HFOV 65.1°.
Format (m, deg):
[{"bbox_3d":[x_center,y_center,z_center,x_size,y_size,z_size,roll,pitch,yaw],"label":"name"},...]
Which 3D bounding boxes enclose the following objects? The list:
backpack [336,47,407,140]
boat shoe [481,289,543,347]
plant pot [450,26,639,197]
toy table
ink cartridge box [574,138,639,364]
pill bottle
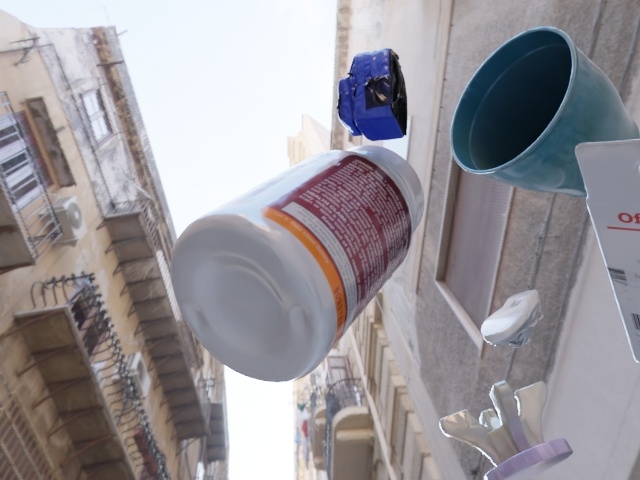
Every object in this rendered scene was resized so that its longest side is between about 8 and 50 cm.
[{"bbox_3d":[0.077,-0.222,0.749,0.101,0.098,0.120,-1,-102,15],"label":"backpack"},{"bbox_3d":[0.311,0.135,0.797,0.066,0.184,0.063,-23,-91,34],"label":"boat shoe"},{"bbox_3d":[0.432,-0.206,0.931,0.255,0.271,0.271,20,-70,-24],"label":"plant pot"},{"bbox_3d":[0.402,0.412,1.062,0.253,0.160,0.274,-12,-37,-15],"label":"toy table"},{"bbox_3d":[0.231,0.005,0.292,0.060,0.104,0.180,-40,-64,-23],"label":"ink cartridge box"},{"bbox_3d":[0.000,0.000,0.721,0.224,0.392,0.223,13,-61,25],"label":"pill bottle"}]
